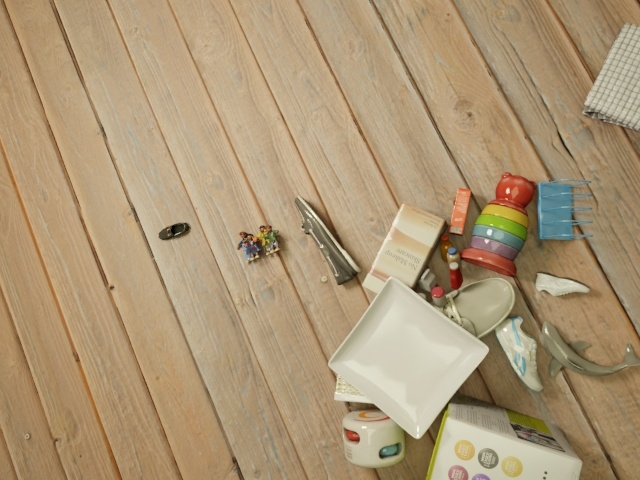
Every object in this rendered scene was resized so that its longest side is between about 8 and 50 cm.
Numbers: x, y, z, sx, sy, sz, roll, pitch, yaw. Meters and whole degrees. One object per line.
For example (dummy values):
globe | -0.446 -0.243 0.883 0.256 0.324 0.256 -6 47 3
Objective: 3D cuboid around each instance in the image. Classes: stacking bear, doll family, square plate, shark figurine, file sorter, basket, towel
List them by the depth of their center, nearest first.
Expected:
shark figurine | 0.773 0.353 1.478 0.278 0.116 0.166 14 92 17
towel | 0.923 -0.456 1.484 0.235 0.121 0.284 25 92 13
file sorter | 0.719 -0.090 1.498 0.118 0.104 0.170 1 86 -19
square plate | 0.250 0.340 1.508 0.344 0.049 0.347 37 101 15
stacking bear | 0.551 -0.057 1.543 0.175 0.164 0.289 20 87 13
basket | 0.136 0.456 1.641 0.167 0.113 0.103 0 85 15
doll family | -0.219 0.003 1.785 0.193 0.076 0.111 -20 86 16

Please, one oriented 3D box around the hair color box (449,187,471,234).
hair color box | 0.439 -0.089 1.613 0.043 0.072 0.141 11 89 15

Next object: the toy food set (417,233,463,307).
toy food set | 0.361 0.099 1.544 0.111 0.104 0.232 21 58 37

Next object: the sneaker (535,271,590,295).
sneaker | 0.724 0.139 1.538 0.152 0.053 0.061 14 99 21

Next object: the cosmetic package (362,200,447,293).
cosmetic package | 0.269 0.044 1.618 0.153 0.129 0.296 25 94 18

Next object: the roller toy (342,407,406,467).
roller toy | 0.162 0.612 1.583 0.209 0.191 0.146 -5 86 15

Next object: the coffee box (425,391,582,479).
coffee box | 0.474 0.658 1.421 0.334 0.338 0.338 15 90 16

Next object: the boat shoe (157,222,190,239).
boat shoe | -0.546 -0.036 1.891 0.133 0.042 0.049 -17 85 15

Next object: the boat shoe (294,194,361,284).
boat shoe | 0.000 0.000 1.706 0.095 0.112 0.335 -39 81 5

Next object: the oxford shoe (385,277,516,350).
oxford shoe | 0.379 0.241 1.564 0.449 0.130 0.169 -25 55 12

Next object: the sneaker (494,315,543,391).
sneaker | 0.610 0.339 1.531 0.092 0.087 0.229 -30 79 19
